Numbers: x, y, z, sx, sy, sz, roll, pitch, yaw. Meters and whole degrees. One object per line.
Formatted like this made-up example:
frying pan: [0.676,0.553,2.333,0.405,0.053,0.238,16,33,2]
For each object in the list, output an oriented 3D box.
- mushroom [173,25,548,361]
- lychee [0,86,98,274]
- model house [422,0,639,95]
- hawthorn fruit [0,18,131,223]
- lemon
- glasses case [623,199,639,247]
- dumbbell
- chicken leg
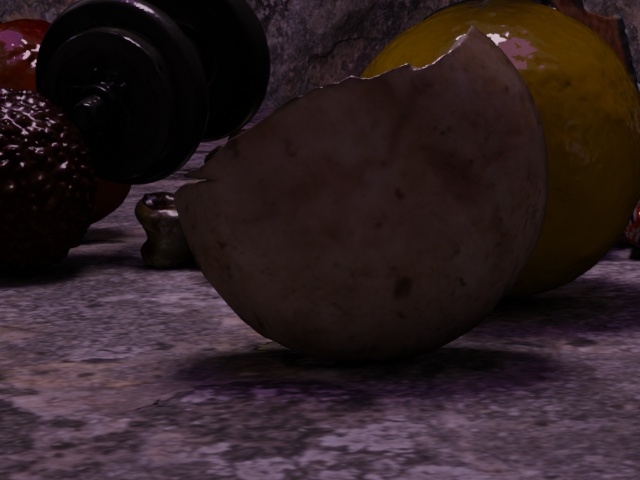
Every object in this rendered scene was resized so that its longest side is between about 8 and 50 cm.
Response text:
mushroom: [0.042,-0.013,1.087,0.253,0.189,0.195,-24,-5,-4]
lychee: [-0.298,-0.050,1.458,0.188,0.188,0.188,-1,8,0]
model house: [0.251,-0.121,1.632,0.184,0.253,0.291,-14,-7,40]
hawthorn fruit: [-0.320,-0.132,1.696,0.224,0.261,0.224,-9,15,3]
lemon: [0.143,-0.075,1.299,0.260,0.260,0.284,-2,-1,-11]
glasses case: [0.346,-0.018,1.584,0.073,0.049,0.194,0,8,17]
dumbbell: [-0.166,-0.169,1.585,0.192,0.192,0.290,3,22,24]
chicken leg: [-0.041,-0.055,1.632,0.211,0.140,0.361,-20,13,16]
